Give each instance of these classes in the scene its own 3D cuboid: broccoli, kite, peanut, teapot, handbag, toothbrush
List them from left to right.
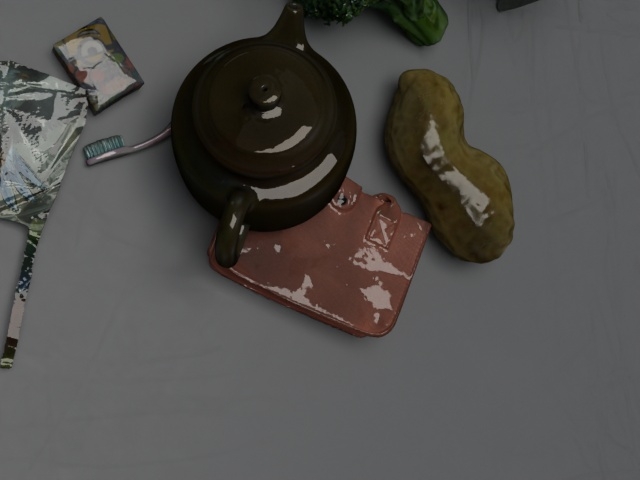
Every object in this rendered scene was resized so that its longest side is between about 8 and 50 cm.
[{"bbox_3d":[-0.323,-0.029,1.277,0.169,0.015,0.310,3,83,-10],"label":"kite"},{"bbox_3d":[-0.128,-0.136,1.367,0.269,0.021,0.027,-25,98,-21],"label":"toothbrush"},{"bbox_3d":[-0.059,-0.104,1.260,0.185,0.175,0.268,13,74,3],"label":"teapot"},{"bbox_3d":[0.000,0.000,1.377,0.212,0.059,0.157,26,77,-14],"label":"handbag"},{"bbox_3d":[0.076,-0.290,1.409,0.194,0.194,0.220,23,54,-16],"label":"broccoli"},{"bbox_3d":[0.141,-0.081,1.417,0.229,0.098,0.103,60,29,-5],"label":"peanut"}]

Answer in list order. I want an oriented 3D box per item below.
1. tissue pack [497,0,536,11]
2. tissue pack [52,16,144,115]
[{"bbox_3d":[0.246,-0.342,1.410,0.159,0.229,0.145,-19,92,-21],"label":"tissue pack"},{"bbox_3d":[-0.229,-0.181,1.329,0.063,0.035,0.083,-35,95,-17],"label":"tissue pack"}]
